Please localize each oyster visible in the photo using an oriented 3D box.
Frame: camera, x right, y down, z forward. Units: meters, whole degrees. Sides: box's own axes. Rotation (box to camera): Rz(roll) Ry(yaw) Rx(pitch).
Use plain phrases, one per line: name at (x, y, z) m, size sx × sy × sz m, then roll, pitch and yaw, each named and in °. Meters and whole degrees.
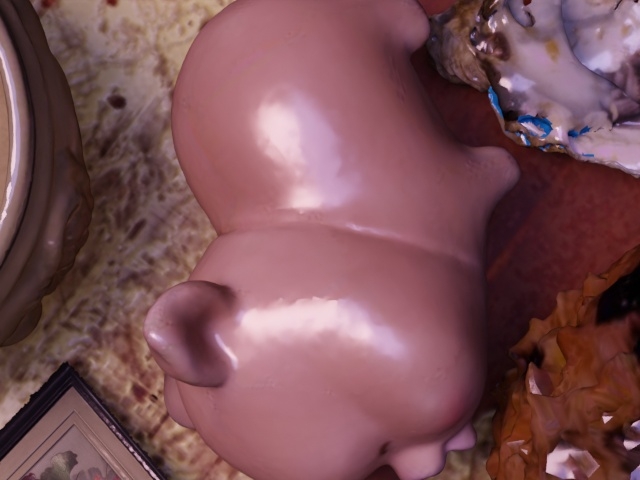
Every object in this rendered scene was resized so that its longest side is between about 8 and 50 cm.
oyster at (0.211, -0.135, 0.892) m, size 0.214 × 0.083 × 0.223 m, roll -43°, pitch 91°, yaw 1°

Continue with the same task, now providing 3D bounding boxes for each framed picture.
framed picture at (-0.176, 0.216, 0.878) m, size 0.195 × 0.010 × 0.199 m, roll -46°, pitch 73°, yaw 6°

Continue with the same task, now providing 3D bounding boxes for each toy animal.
toy animal at (0.000, 0.000, 0.828) m, size 0.269 × 0.237 × 0.326 m, roll -29°, pitch 81°, yaw -10°

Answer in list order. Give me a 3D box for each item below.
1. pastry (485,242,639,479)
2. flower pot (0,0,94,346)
pastry at (0.273, 0.134, 0.765) m, size 0.337 × 0.292 × 0.405 m, roll 21°, pitch 103°, yaw 0°
flower pot at (-0.285, -0.046, 0.815) m, size 0.308 × 0.244 × 0.307 m, roll 0°, pitch 87°, yaw 1°
